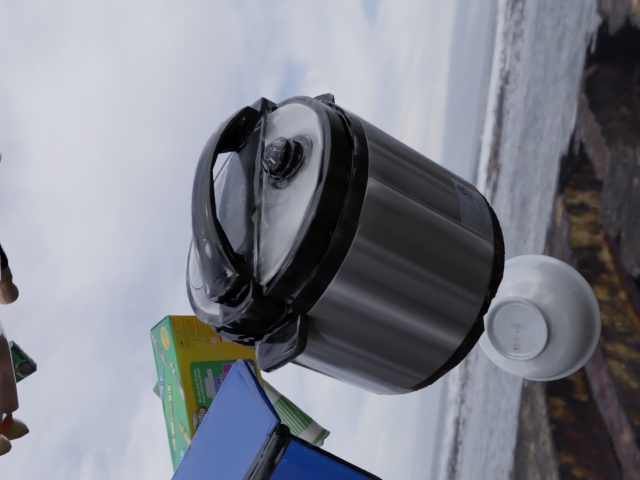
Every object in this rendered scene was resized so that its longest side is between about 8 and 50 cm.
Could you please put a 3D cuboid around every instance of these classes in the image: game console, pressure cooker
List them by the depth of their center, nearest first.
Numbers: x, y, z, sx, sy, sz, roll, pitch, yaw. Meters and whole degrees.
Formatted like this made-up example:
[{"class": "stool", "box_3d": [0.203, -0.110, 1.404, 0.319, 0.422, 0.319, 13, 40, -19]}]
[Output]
[{"class": "game console", "box_3d": [-0.077, 0.361, 1.094, 0.293, 0.250, 0.173, -61, 5, 16]}, {"class": "pressure cooker", "box_3d": [0.004, -0.004, 1.129, 0.376, 0.420, 0.370, -63, 31, 2]}]

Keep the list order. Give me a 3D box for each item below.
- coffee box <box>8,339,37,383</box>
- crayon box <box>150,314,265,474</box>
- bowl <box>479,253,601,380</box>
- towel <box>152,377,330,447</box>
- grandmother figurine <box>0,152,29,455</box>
[{"class": "coffee box", "box_3d": [-0.901, 0.369, 2.195, 0.113, 0.184, 0.040, 59, -179, -33]}, {"class": "crayon box", "box_3d": [-0.184, 0.268, 1.358, 0.081, 0.165, 0.278, -38, 59, 44]}, {"class": "bowl", "box_3d": [0.459, 0.185, 1.756, 0.134, 0.297, 0.298, -11, -70, -54]}, {"class": "towel", "box_3d": [-0.164, 0.336, 1.551, 0.248, 0.325, 0.038, -49, -1, 37]}, {"class": "grandmother figurine", "box_3d": [-0.364, 0.043, 0.795, 0.208, 0.104, 0.343, -175, 80, -77]}]
